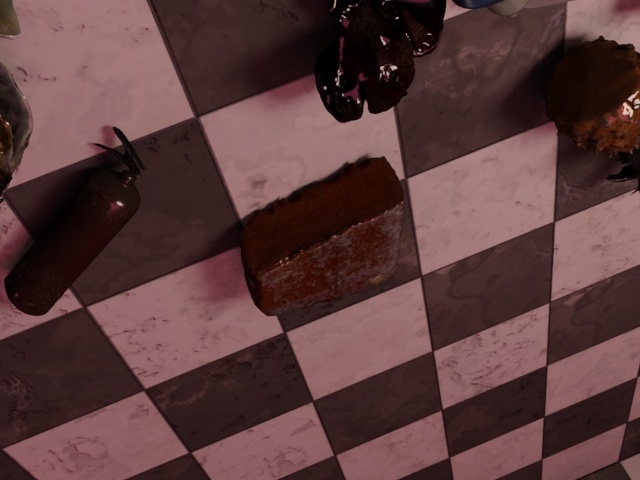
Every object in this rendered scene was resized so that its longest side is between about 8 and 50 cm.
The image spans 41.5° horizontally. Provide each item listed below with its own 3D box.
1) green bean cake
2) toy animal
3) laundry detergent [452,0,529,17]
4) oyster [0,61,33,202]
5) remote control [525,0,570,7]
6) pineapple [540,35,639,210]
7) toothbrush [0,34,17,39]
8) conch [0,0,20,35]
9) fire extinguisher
[{"bbox_3d":[0.000,0.000,1.197,0.232,0.097,0.199,-18,142,-9],"label":"green bean cake"},{"bbox_3d":[0.064,-0.227,1.005,0.218,0.116,0.179,-48,173,-15],"label":"toy animal"},{"bbox_3d":[0.150,-0.339,0.911,0.289,0.094,0.143,24,108,-46],"label":"laundry detergent"},{"bbox_3d":[-0.426,-0.050,0.901,0.162,0.158,0.351,38,128,-2],"label":"oyster"},{"bbox_3d":[0.346,-0.342,1.058,0.244,0.022,0.077,-13,140,-14],"label":"remote control"},{"bbox_3d":[0.459,-0.152,1.223,0.165,0.166,0.364,-42,139,19],"label":"pineapple"},{"bbox_3d":[-0.363,-0.221,0.828,0.131,0.011,0.013,14,148,-38],"label":"toothbrush"},{"bbox_3d":[-0.328,-0.252,0.769,0.088,0.065,0.180,-19,146,-10],"label":"conch"},{"bbox_3d":[-0.301,-0.020,1.043,0.089,0.072,0.267,42,112,-10],"label":"fire extinguisher"}]
